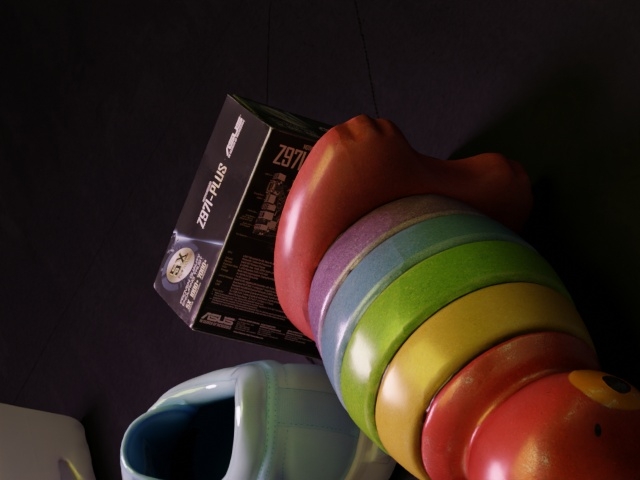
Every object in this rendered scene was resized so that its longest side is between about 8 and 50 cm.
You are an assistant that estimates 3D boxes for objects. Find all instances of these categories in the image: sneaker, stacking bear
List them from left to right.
[{"bbox_3d":[-0.098,0.162,1.428,0.366,0.150,0.135,-36,46,48],"label":"sneaker"},{"bbox_3d":[0.099,0.079,1.137,0.164,0.175,0.289,-60,40,20],"label":"stacking bear"}]

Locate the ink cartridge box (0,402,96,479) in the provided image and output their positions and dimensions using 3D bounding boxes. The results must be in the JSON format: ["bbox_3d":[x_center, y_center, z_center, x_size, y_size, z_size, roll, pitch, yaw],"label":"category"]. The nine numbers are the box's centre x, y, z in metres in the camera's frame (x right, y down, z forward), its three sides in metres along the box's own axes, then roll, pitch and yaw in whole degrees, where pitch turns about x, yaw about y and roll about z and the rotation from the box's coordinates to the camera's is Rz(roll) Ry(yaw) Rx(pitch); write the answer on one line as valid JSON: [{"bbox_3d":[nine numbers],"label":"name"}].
[{"bbox_3d":[-0.309,0.309,1.757,0.273,0.114,0.197,-57,33,27],"label":"ink cartridge box"}]

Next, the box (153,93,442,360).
[{"bbox_3d":[0.000,0.000,1.306,0.077,0.180,0.147,41,113,57],"label":"box"}]
